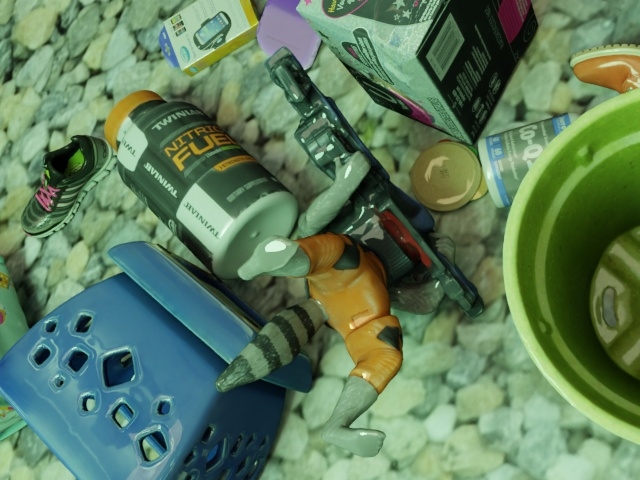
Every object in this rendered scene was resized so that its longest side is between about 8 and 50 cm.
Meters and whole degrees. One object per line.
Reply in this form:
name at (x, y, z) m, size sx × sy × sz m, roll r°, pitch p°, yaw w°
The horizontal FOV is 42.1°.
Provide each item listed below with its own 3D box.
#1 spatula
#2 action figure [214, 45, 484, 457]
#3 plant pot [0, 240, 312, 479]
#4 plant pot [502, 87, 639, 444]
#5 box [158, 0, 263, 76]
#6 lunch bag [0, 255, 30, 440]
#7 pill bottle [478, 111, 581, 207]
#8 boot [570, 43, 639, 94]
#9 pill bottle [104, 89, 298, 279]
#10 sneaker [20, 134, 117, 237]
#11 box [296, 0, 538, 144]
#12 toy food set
spatula at (0.007, -0.360, 1.034) m, size 0.084 × 0.030 × 0.297 m, roll 23°, pitch 86°, yaw 10°
action figure at (0.000, 0.000, 0.811) m, size 0.178 × 0.330 × 0.341 m, roll -33°, pitch 99°, yaw 24°
plant pot at (-0.156, 0.145, 0.886) m, size 0.236 × 0.236 × 0.212 m, roll 37°, pitch 87°, yaw 25°
plant pot at (0.311, 0.038, 0.707) m, size 0.276 × 0.254 × 0.276 m, roll -4°, pitch 77°, yaw 20°
box at (-0.144, -0.274, 1.080) m, size 0.136 × 0.028 × 0.081 m, roll -28°, pitch 70°, yaw 16°
lunch bag at (-0.492, 0.172, 1.051) m, size 0.262 × 0.160 × 0.223 m, roll -35°, pitch 71°, yaw 23°
pill bottle at (0.239, -0.087, 0.859) m, size 0.137 × 0.078 × 0.078 m, roll -16°, pitch 73°, yaw 18°
boot at (0.329, -0.151, 0.851) m, size 0.157 × 0.059 × 0.085 m, roll 15°, pitch 89°, yaw 23°
pill bottle at (-0.151, -0.077, 0.982) m, size 0.245 × 0.130 × 0.130 m, roll 42°, pitch 95°, yaw 23°
sneaker at (-0.343, -0.076, 1.087) m, size 0.170 × 0.075 × 0.063 m, roll -45°, pitch 67°, yaw 7°
box at (0.106, -0.226, 0.849) m, size 0.142 × 0.247 × 0.163 m, roll 29°, pitch 90°, yaw 26°
toy food set at (0.140, -0.072, 0.926) m, size 0.083 × 0.020 × 0.083 m, roll -29°, pitch 69°, yaw 14°
